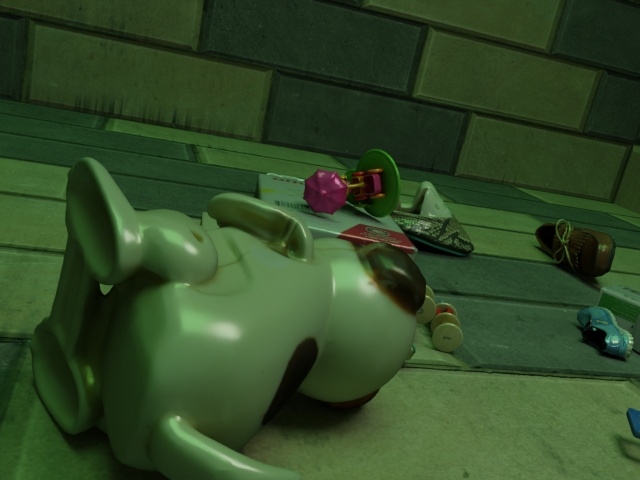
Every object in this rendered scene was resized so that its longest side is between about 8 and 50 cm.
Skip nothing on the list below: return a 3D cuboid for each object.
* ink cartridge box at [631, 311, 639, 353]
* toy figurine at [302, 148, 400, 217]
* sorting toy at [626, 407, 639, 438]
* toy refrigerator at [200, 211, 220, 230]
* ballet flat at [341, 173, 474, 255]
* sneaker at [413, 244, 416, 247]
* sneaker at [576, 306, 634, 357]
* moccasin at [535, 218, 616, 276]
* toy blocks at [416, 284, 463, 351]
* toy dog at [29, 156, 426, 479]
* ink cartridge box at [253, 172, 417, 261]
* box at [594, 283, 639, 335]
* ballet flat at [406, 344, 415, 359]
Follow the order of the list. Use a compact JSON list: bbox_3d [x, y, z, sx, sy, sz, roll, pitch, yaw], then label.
[{"bbox_3d":[0.752,0.210,1.246,0.203,0.086,0.148,6,17,-24],"label":"ink cartridge box"},{"bbox_3d":[0.033,-0.097,1.158,0.159,0.130,0.173,-10,6,-34],"label":"toy figurine"},{"bbox_3d":[0.588,0.316,0.843,0.347,0.047,0.196,12,20,-3],"label":"sorting toy"},{"bbox_3d":[-0.173,0.039,1.103,0.094,0.102,0.269,9,16,-13],"label":"toy refrigerator"},{"bbox_3d":[0.197,-0.089,1.670,0.482,0.182,0.164,12,15,-2],"label":"ballet flat"},{"bbox_3d":[0.147,0.004,1.550,0.170,0.051,0.089,3,23,-19],"label":"sneaker"},{"bbox_3d":[0.557,0.177,1.258,0.073,0.063,0.162,7,16,-7],"label":"sneaker"},{"bbox_3d":[0.726,0.011,1.807,0.146,0.139,0.380,11,16,-3],"label":"moccasin"},{"bbox_3d":[0.199,0.120,1.119,0.123,0.054,0.148,47,15,-7],"label":"toy blocks"},{"bbox_3d":[-0.060,0.087,0.720,0.407,0.285,0.395,0,21,-42],"label":"toy dog"},{"bbox_3d":[0.000,0.000,1.256,0.279,0.161,0.385,10,17,-9],"label":"ink cartridge box"},{"bbox_3d":[0.663,0.155,1.360,0.102,0.087,0.101,-4,23,-43],"label":"box"},{"bbox_3d":[0.083,0.157,1.013,0.052,0.057,0.168,-28,31,-24],"label":"ballet flat"}]
